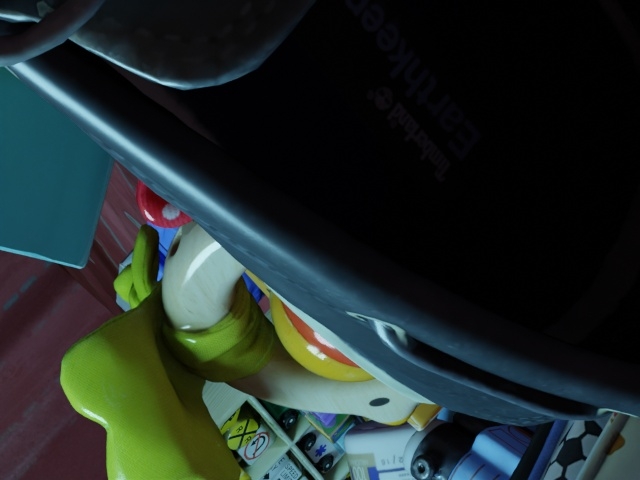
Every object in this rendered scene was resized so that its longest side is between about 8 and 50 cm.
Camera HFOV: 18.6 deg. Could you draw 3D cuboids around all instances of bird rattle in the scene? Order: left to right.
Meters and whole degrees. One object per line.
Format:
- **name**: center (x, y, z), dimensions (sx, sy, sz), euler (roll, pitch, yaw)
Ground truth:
- **bird rattle**: center (-0.010, 0.008, 0.925), dimensions (0.207, 0.253, 0.143), euler (15, -143, -19)

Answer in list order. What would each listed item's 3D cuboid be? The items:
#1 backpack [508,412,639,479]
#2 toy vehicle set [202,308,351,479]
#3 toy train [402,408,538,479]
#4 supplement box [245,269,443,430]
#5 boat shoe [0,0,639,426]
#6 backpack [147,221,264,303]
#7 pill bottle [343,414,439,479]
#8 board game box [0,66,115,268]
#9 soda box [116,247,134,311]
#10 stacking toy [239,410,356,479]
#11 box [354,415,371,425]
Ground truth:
- **backpack**: center (0.164, 0.163, 0.625), dimensions (0.263, 0.276, 0.213), euler (28, 169, 9)
- **toy vehicle set**: center (-0.007, 0.147, 1.440), dimensions (0.035, 0.166, 0.267), euler (37, 169, 35)
- **toy train**: center (0.125, 0.148, 1.082), dimensions (0.184, 0.080, 0.105), euler (34, -161, 32)
- **supplement box**: center (0.000, 0.000, 1.050), dimensions (0.078, 0.080, 0.233), euler (31, 163, 53)
- **boat shoe**: center (-0.037, -0.114, 0.421), dimensions (0.500, 0.187, 0.156), euler (44, 167, -34)
- **backpack**: center (-0.067, 0.002, 1.266), dimensions (0.098, 0.101, 0.120), euler (36, 167, 3)
- **pill bottle**: center (0.086, 0.198, 1.214), dimensions (0.112, 0.112, 0.187), euler (165, 93, -79)
- **board game box**: center (-0.271, -0.085, 0.743), dimensions (0.336, 0.079, 0.254), euler (13, -175, -26)
- **soda box**: center (-0.090, 0.028, 1.472), dimensions (0.091, 0.098, 0.286), euler (42, 171, 0)
- **stacking toy**: center (-0.003, 0.106, 1.250), dimensions (0.052, 0.167, 0.221), euler (40, 171, 18)
- **box**: center (0.168, 0.234, 1.404), dimensions (0.293, 0.073, 0.295), euler (34, 166, 39)
